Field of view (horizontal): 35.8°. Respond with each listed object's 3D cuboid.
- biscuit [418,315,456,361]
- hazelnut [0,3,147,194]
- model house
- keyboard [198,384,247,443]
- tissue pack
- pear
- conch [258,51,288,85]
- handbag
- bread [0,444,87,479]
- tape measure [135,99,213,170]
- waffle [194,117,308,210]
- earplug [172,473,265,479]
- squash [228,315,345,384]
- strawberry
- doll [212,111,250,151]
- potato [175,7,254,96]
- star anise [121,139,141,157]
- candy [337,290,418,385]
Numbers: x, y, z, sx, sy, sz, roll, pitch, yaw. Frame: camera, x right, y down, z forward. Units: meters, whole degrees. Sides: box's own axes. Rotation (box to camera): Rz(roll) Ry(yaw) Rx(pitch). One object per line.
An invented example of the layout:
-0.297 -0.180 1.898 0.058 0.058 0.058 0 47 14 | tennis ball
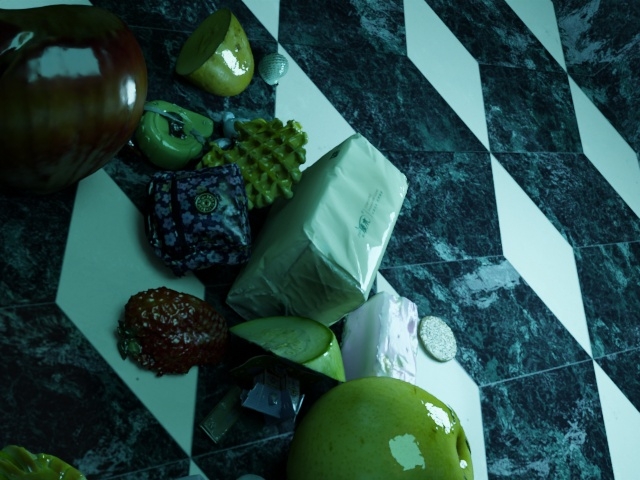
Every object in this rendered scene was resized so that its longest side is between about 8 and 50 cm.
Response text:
0.278 0.232 2.343 0.120 0.015 0.120 23 48 -28 | biscuit
-0.508 -0.268 1.786 0.409 0.359 0.359 -21 75 -31 | hazelnut
-0.085 0.295 1.897 0.167 0.117 0.088 29 47 -38 | model house
-0.179 0.328 1.877 0.049 0.015 0.129 51 41 -7 | keyboard
0.000 0.000 2.063 0.207 0.297 0.380 41 40 -15 | tissue pack
0.112 0.417 1.825 0.348 0.348 0.348 23 48 -28 | pear
-0.115 -0.433 2.464 0.076 0.057 0.085 8 54 -22 | conch
-0.245 -0.050 1.964 0.207 0.127 0.229 -9 70 -1 | handbag
-0.443 0.414 1.519 0.213 0.104 0.213 21 52 -29 | bread
-0.318 -0.225 2.108 0.177 0.087 0.154 20 50 -27 | tape measure
-0.153 -0.159 2.109 0.056 0.261 0.250 65 31 -51 | waffle
-0.172 0.496 1.659 0.325 0.175 0.214 22 53 -41 | earplug
-0.034 0.236 1.907 0.204 0.236 0.155 -18 117 -36 | squash
-0.262 0.156 1.860 0.236 0.106 0.175 -14 71 -46 | strawberry
-0.186 -0.210 2.220 0.120 0.075 0.180 31 44 -16 | doll
-0.223 -0.413 2.283 0.158 0.178 0.204 39 25 -36 | potato
-0.462 -0.261 2.033 0.212 0.053 0.157 15 53 -31 | star anise
0.121 0.250 2.089 0.115 0.155 0.265 30 45 -25 | candy
